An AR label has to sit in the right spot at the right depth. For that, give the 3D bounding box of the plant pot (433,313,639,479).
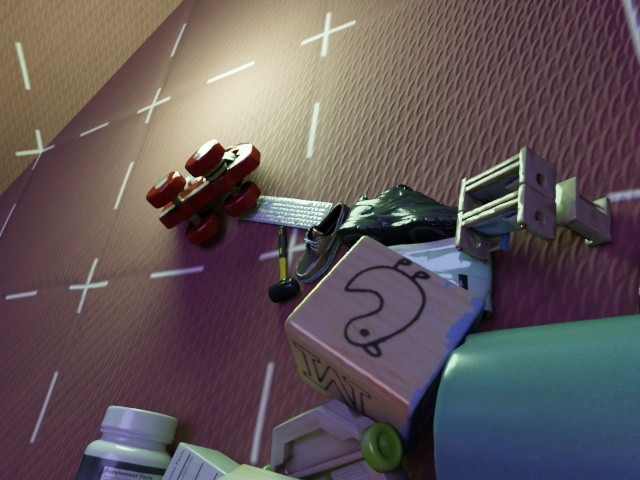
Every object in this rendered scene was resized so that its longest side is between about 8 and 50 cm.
[{"bbox_3d":[0.320,0.217,0.484,0.334,0.341,0.340,-11,56,39],"label":"plant pot"}]

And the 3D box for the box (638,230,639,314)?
[{"bbox_3d":[0.526,0.040,0.568,0.257,0.123,0.128,0,63,34],"label":"box"}]

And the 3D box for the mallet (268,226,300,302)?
[{"bbox_3d":[-0.073,0.043,1.037,0.063,0.039,0.189,-18,50,26],"label":"mallet"}]

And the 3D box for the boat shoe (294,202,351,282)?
[{"bbox_3d":[0.000,0.000,0.989,0.066,0.066,0.183,28,80,42],"label":"boat shoe"}]

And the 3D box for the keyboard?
[{"bbox_3d":[-0.087,-0.067,1.126,0.256,0.014,0.072,10,68,38],"label":"keyboard"}]

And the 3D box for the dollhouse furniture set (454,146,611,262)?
[{"bbox_3d":[0.323,-0.025,0.739,0.129,0.184,0.128,-30,41,57],"label":"dollhouse furniture set"}]

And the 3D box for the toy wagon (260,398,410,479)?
[{"bbox_3d":[0.050,0.394,0.647,0.267,0.068,0.344,-39,73,39],"label":"toy wagon"}]

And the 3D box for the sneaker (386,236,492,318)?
[{"bbox_3d":[0.157,0.088,0.810,0.256,0.094,0.150,-15,58,28],"label":"sneaker"}]

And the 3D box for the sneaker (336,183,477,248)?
[{"bbox_3d":[0.168,-0.048,0.886,0.287,0.109,0.130,2,54,31],"label":"sneaker"}]

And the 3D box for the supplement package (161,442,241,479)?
[{"bbox_3d":[-0.171,0.430,0.810,0.179,0.105,0.105,11,70,39],"label":"supplement package"}]

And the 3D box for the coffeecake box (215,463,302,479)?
[{"bbox_3d":[-0.068,0.420,0.662,0.142,0.068,0.185,-11,91,42],"label":"coffeecake box"}]

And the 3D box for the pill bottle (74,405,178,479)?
[{"bbox_3d":[-0.369,0.462,0.887,0.161,0.161,0.283,-7,59,31],"label":"pill bottle"}]

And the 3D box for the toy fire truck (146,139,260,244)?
[{"bbox_3d":[-0.282,-0.152,1.228,0.302,0.169,0.253,-34,28,14],"label":"toy fire truck"}]

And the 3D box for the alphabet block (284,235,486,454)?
[{"bbox_3d":[0.091,0.147,0.693,0.197,0.193,0.192,29,58,26],"label":"alphabet block"}]
